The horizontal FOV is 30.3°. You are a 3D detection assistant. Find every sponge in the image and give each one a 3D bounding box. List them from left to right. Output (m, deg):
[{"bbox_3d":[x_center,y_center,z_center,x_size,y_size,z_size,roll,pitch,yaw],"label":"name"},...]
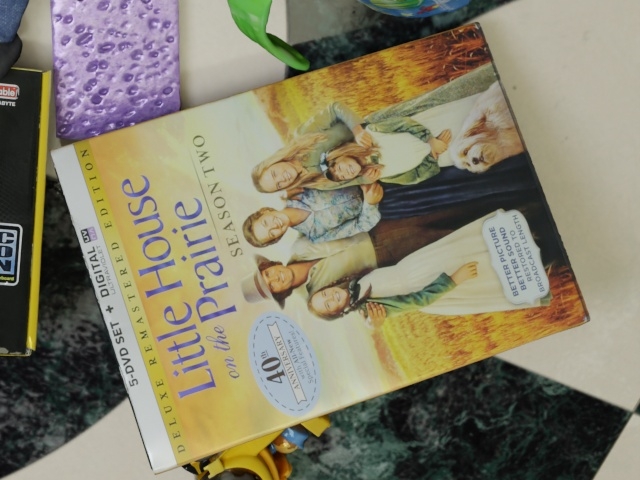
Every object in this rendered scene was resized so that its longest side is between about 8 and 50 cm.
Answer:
[{"bbox_3d":[-0.188,-0.197,1.087,0.117,0.031,0.210,-2,111,-11],"label":"sponge"}]

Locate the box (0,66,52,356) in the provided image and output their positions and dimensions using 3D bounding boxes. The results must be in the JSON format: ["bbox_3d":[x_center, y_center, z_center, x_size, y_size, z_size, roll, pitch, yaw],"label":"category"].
[{"bbox_3d":[-0.402,-0.032,1.013,0.322,0.079,0.257,4,83,-18],"label":"box"}]

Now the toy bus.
[{"bbox_3d":[-0.064,0.158,1.189,0.211,0.149,0.220,-28,115,-10],"label":"toy bus"}]

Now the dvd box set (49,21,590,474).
[{"bbox_3d":[0.000,0.000,1.085,0.420,0.062,0.308,-17,83,-10],"label":"dvd box set"}]

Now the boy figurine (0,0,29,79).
[{"bbox_3d":[-0.269,-0.269,0.944,0.177,0.092,0.285,14,129,-9],"label":"boy figurine"}]

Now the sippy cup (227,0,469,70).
[{"bbox_3d":[0.057,-0.294,0.972,0.305,0.224,0.240,-19,74,17],"label":"sippy cup"}]
